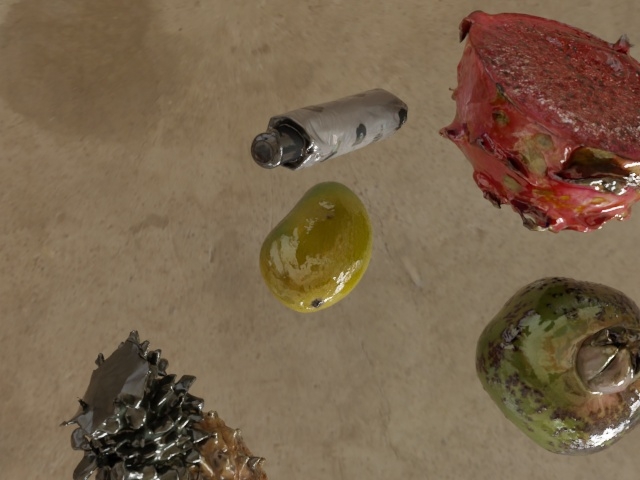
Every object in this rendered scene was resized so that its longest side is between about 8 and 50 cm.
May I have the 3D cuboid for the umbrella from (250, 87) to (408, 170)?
[{"bbox_3d":[0.015,-0.139,1.209,0.073,0.337,0.067,29,116,20],"label":"umbrella"}]

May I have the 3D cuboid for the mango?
[{"bbox_3d":[0.005,0.004,1.307,0.137,0.237,0.091,27,136,11],"label":"mango"}]

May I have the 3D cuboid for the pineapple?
[{"bbox_3d":[-0.131,0.185,0.800,0.157,0.158,0.279,-17,139,0],"label":"pineapple"}]

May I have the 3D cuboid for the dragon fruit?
[{"bbox_3d":[0.342,-0.162,1.442,0.386,0.371,0.249,38,130,18],"label":"dragon fruit"}]

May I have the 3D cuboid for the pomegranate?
[{"bbox_3d":[0.397,0.181,1.458,0.285,0.340,0.285,2,81,-11],"label":"pomegranate"}]
